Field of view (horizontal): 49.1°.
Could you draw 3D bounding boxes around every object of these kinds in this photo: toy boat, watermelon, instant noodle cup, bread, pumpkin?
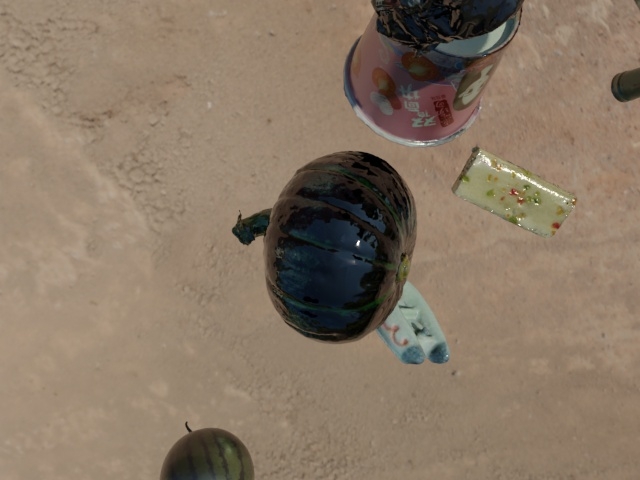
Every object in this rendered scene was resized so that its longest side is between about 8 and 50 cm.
[{"bbox_3d":[0.150,0.126,1.228,0.134,0.207,0.078,6,131,-42],"label":"toy boat"},{"bbox_3d":[-0.129,0.255,0.783,0.105,0.133,0.105,-15,135,-15],"label":"watermelon"},{"bbox_3d":[0.173,-0.297,1.072,0.243,0.242,0.231,19,161,-3],"label":"instant noodle cup"},{"bbox_3d":[0.247,-0.060,0.898,0.154,0.028,0.068,25,111,-10],"label":"bread"},{"bbox_3d":[0.000,0.000,0.907,0.248,0.248,0.247,5,126,7],"label":"pumpkin"}]

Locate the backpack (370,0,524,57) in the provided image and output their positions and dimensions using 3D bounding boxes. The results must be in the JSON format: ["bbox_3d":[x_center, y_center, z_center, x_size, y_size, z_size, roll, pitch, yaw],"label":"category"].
[{"bbox_3d":[0.121,-0.251,0.665,0.106,0.165,0.119,13,86,-27],"label":"backpack"}]

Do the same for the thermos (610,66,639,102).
[{"bbox_3d":[0.749,-0.368,1.588,0.083,0.188,0.073,12,86,-18],"label":"thermos"}]

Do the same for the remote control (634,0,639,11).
[{"bbox_3d":[0.659,-0.483,1.338,0.124,0.285,0.038,-8,90,30],"label":"remote control"}]
